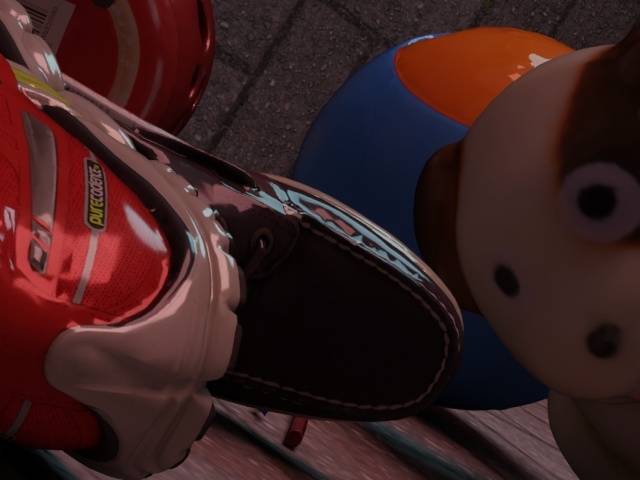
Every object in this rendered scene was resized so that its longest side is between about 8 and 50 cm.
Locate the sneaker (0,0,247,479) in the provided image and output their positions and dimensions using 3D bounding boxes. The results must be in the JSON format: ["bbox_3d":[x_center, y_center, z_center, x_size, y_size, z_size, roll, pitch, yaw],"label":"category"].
[{"bbox_3d":[-0.134,-0.029,0.503,0.118,0.107,0.279,17,10,-45],"label":"sneaker"}]

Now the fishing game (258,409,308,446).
[{"bbox_3d":[-0.107,0.008,0.820,0.264,0.041,0.189,33,4,1],"label":"fishing game"}]

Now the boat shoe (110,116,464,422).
[{"bbox_3d":[-0.069,0.006,0.676,0.285,0.103,0.092,28,8,-12],"label":"boat shoe"}]

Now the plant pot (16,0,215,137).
[{"bbox_3d":[-0.162,-0.119,1.034,0.191,0.191,0.174,32,8,-7],"label":"plant pot"}]

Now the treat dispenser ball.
[{"bbox_3d":[0.119,-0.016,1.276,0.288,0.288,0.288,32,2,-1],"label":"treat dispenser ball"}]

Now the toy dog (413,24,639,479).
[{"bbox_3d":[0.256,0.025,1.025,0.284,0.395,0.408,-21,-33,40],"label":"toy dog"}]

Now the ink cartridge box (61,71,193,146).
[{"bbox_3d":[-0.131,-0.042,0.888,0.145,0.045,0.179,29,-11,-22],"label":"ink cartridge box"}]
